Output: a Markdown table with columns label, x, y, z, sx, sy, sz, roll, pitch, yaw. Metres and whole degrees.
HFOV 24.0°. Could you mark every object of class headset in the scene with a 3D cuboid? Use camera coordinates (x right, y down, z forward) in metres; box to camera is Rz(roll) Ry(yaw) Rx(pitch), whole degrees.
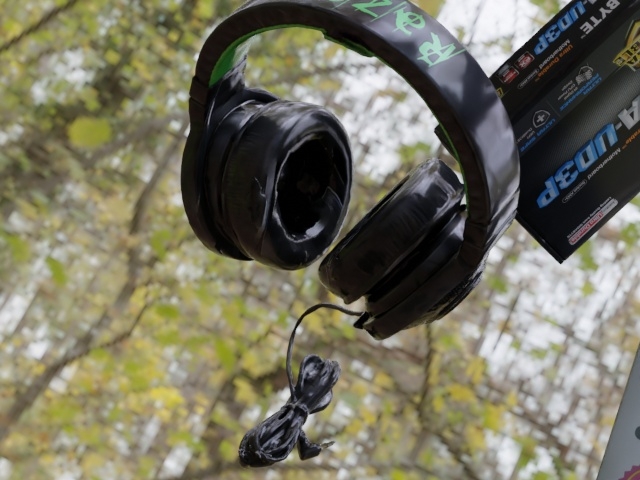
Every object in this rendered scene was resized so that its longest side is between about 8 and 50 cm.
| label | x | y | z | sx | sy | sz | roll | pitch | yaw |
| --- | --- | --- | --- | --- | --- | --- | --- | --- | --- |
| headset | 0.000 | 0.000 | 1.085 | 0.243 | 0.185 | 0.394 | 28 | -39 | 19 |

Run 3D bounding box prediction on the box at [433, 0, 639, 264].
| label | x | y | z | sx | sy | sz | roll | pitch | yaw |
| --- | --- | --- | --- | --- | --- | --- | --- | --- | --- |
| box | 0.220 | -0.105 | 1.193 | 0.175 | 0.220 | 0.051 | 40 | 10 | -44 |

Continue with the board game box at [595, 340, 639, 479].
| label | x | y | z | sx | sy | sz | roll | pitch | yaw |
| --- | --- | --- | --- | --- | --- | --- | --- | --- | --- |
| board game box | 0.268 | 0.210 | 1.195 | 0.098 | 0.303 | 0.224 | 16 | -16 | 17 |
